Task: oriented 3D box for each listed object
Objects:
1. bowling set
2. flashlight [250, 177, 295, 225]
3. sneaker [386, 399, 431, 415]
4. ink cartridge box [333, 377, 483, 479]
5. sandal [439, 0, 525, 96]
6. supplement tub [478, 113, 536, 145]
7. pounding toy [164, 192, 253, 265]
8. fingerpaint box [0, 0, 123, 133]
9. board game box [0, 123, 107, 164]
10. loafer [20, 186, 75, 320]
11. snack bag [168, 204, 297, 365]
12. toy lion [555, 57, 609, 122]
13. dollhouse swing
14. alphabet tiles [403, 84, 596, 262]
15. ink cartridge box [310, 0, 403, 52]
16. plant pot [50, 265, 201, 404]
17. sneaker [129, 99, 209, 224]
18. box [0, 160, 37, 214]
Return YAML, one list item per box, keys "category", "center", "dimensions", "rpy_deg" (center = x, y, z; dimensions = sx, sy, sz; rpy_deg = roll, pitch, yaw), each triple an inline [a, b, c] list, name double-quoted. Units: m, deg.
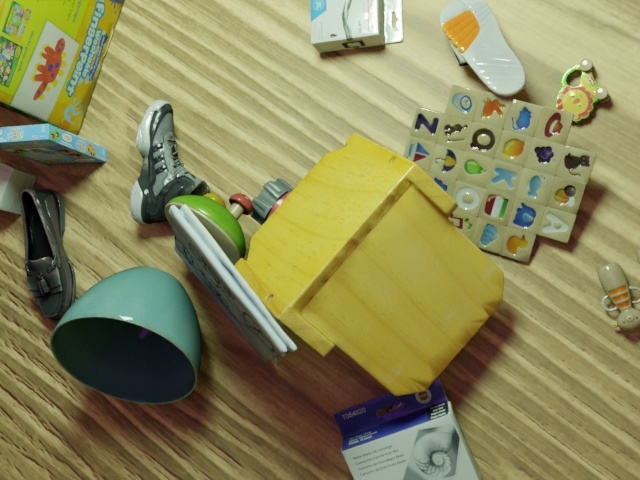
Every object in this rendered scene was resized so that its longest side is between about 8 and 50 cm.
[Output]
- category: "bowling set"
  center: [0.608, 0.068, 1.342]
  dimensions: [0.287, 0.200, 0.154]
  rpy_deg: [-24, 77, 18]
- category: "flashlight"
  center: [0.000, 0.000, 1.597]
  dimensions: [0.304, 0.103, 0.103]
  rpy_deg: [40, 116, 18]
- category: "sneaker"
  center: [0.166, 0.303, 1.534]
  dimensions: [0.098, 0.038, 0.069]
  rpy_deg: [-42, 73, 8]
- category: "ink cartridge box"
  center: [0.158, 0.391, 1.495]
  dimensions: [0.223, 0.045, 0.224]
  rpy_deg: [-24, 90, 14]
- category: "sandal"
  center: [0.304, -0.355, 1.545]
  dimensions: [0.102, 0.076, 0.265]
  rpy_deg: [-20, 59, 0]
- category: "supplement tub"
  center: [0.356, -0.208, 1.522]
  dimensions: [0.107, 0.071, 0.071]
  rpy_deg: [18, 89, 19]
- category: "pounding toy"
  center: [-0.202, -0.035, 1.624]
  dimensions: [0.183, 0.237, 0.110]
  rpy_deg: [29, 65, 14]
- category: "fingerpaint box"
  center: [-0.607, -0.495, 1.718]
  dimensions: [0.163, 0.371, 0.444]
  rpy_deg: [19, 90, 19]
- category: "board game box"
  center: [-0.590, -0.204, 1.758]
  dimensions: [0.160, 0.211, 0.039]
  rpy_deg: [-1, 81, 18]
- category: "loafer"
  center: [-0.619, 0.028, 1.798]
  dimensions: [0.109, 0.095, 0.302]
  rpy_deg: [-13, 79, 17]
- category: "snack bag"
  center: [-0.168, 0.096, 1.507]
  dimensions: [0.037, 0.342, 0.323]
  rpy_deg: [-38, 85, -15]
- category: "toy lion"
  center: [0.480, -0.274, 1.514]
  dimensions: [0.096, 0.034, 0.100]
  rpy_deg: [-27, 75, 21]
- category: "dollhouse swing"
  center: [0.099, 0.053, 1.494]
  dimensions: [0.347, 0.305, 0.315]
  rpy_deg: [-49, 34, -1]
- category: "alphabet tiles"
  center: [0.317, -0.125, 1.511]
  dimensions: [0.343, 0.011, 0.285]
  rpy_deg: [19, 107, 20]
- category: "ink cartridge box"
  center: [0.073, -0.450, 1.652]
  dimensions: [0.180, 0.060, 0.104]
  rpy_deg: [-4, 81, 18]
- category: "plant pot"
  center: [-0.364, 0.167, 1.627]
  dimensions: [0.290, 0.290, 0.195]
  rpy_deg: [-4, 46, 18]
- category: "sneaker"
  center: [-0.308, -0.159, 1.722]
  dimensions: [0.153, 0.101, 0.268]
  rpy_deg: [9, 92, 18]
- category: "box"
  center: [-0.730, -0.126, 1.859]
  dimensions: [0.101, 0.087, 0.102]
  rpy_deg: [22, 90, 19]
